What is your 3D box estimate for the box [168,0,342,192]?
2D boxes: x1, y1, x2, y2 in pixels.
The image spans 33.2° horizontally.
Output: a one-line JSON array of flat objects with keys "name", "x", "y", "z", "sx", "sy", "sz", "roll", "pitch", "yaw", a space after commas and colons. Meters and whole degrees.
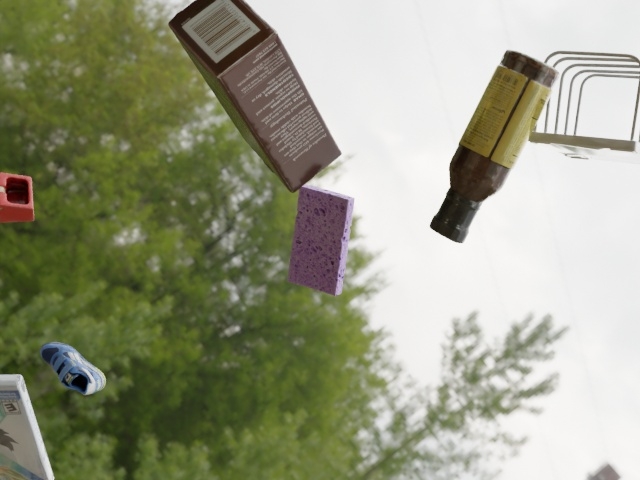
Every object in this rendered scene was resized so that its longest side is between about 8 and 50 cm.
[{"name": "box", "x": -0.112, "y": -0.276, "z": 1.997, "sx": 0.191, "sy": 0.143, "sz": 0.381, "roll": 49, "pitch": -6, "yaw": 34}]

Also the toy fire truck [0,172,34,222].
[{"name": "toy fire truck", "x": -0.425, "y": -0.018, "z": 1.212, "sx": 0.135, "sy": 0.192, "sz": 0.047, "roll": 114, "pitch": -32, "yaw": -53}]

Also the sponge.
[{"name": "sponge", "x": 0.000, "y": 0.000, "z": 2.164, "sx": 0.117, "sy": 0.031, "sz": 0.210, "roll": 17, "pitch": -69, "yaw": 26}]

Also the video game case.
[{"name": "video game case", "x": -0.686, "y": 0.361, "z": 1.990, "sx": 0.036, "sy": 0.329, "sz": 0.299, "roll": -89, "pitch": 177, "yaw": -50}]

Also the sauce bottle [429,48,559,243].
[{"name": "sauce bottle", "x": 0.294, "y": -0.161, "z": 1.882, "sx": 0.111, "sy": 0.344, "sz": 0.111, "roll": 26, "pitch": 10, "yaw": -5}]

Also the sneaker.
[{"name": "sneaker", "x": -0.485, "y": 0.247, "z": 2.073, "sx": 0.144, "sy": 0.053, "sz": 0.059, "roll": 32, "pitch": 22, "yaw": 7}]

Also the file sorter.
[{"name": "file sorter", "x": 0.524, "y": -0.241, "z": 1.978, "sx": 0.193, "sy": 0.278, "sz": 0.173, "roll": 8, "pitch": -88, "yaw": 28}]
